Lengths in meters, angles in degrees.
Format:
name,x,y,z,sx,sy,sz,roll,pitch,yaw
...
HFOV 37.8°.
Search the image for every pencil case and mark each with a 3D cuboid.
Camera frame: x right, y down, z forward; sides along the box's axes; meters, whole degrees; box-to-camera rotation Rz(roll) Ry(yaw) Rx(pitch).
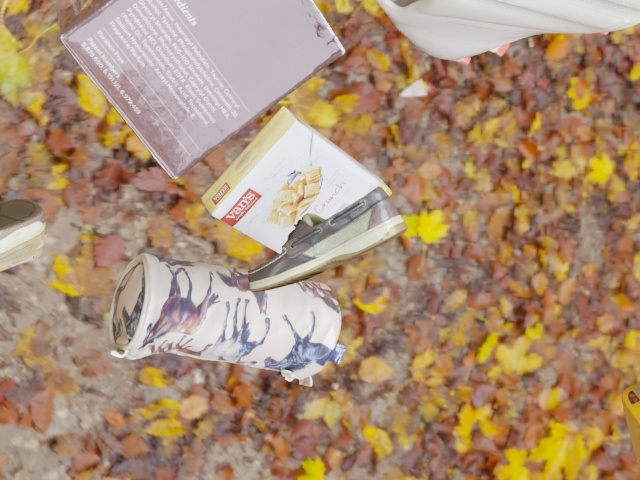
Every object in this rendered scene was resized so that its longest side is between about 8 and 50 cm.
name,x,y,z,sx,sy,sz,roll,pitch,yaw
pencil case,-0.155,0.135,1.551,0.410,0.160,0.183,12,74,-36

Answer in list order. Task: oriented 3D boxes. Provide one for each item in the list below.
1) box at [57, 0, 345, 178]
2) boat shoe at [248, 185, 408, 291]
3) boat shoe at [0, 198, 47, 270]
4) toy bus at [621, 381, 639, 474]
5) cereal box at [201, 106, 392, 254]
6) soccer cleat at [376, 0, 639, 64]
name,x,y,z,sx,sy,sz,roll,pitch,yaw
box,-0.120,-0.198,0.894,0.203,0.168,0.167,-36,115,0
boat shoe,0.000,0.000,1.146,0.080,0.223,0.073,-11,79,-61
boat shoe,-0.340,0.025,0.864,0.190,0.068,0.072,-21,130,-33
toy bus,0.499,0.275,1.268,0.130,0.108,0.332,-23,125,3
cereal box,-0.028,-0.063,1.314,0.173,0.047,0.240,-48,138,11
soccer cleat,0.098,-0.126,0.414,0.076,0.196,0.068,26,70,-33
